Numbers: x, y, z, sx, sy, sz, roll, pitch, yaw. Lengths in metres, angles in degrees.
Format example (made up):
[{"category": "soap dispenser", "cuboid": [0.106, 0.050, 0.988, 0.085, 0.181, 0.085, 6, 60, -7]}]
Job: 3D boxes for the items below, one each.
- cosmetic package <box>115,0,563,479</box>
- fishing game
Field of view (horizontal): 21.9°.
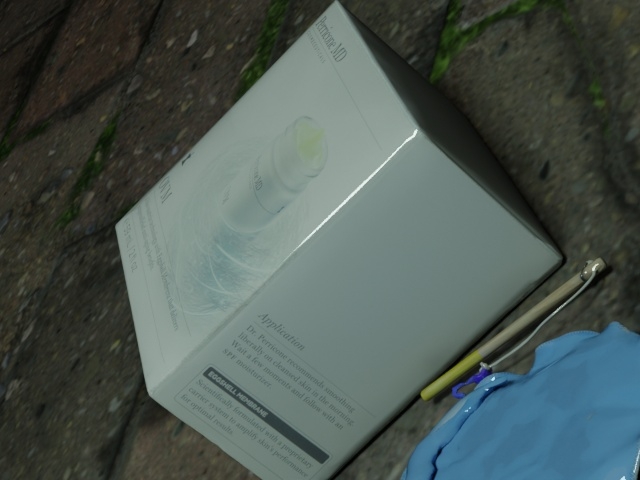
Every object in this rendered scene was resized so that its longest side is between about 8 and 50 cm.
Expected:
[{"category": "cosmetic package", "cuboid": [0.000, 0.000, 1.046, 0.224, 0.138, 0.224, -44, 28, 11]}, {"category": "fishing game", "cuboid": [0.104, 0.122, 0.840, 0.189, 0.041, 0.264, -42, 20, 16]}]
